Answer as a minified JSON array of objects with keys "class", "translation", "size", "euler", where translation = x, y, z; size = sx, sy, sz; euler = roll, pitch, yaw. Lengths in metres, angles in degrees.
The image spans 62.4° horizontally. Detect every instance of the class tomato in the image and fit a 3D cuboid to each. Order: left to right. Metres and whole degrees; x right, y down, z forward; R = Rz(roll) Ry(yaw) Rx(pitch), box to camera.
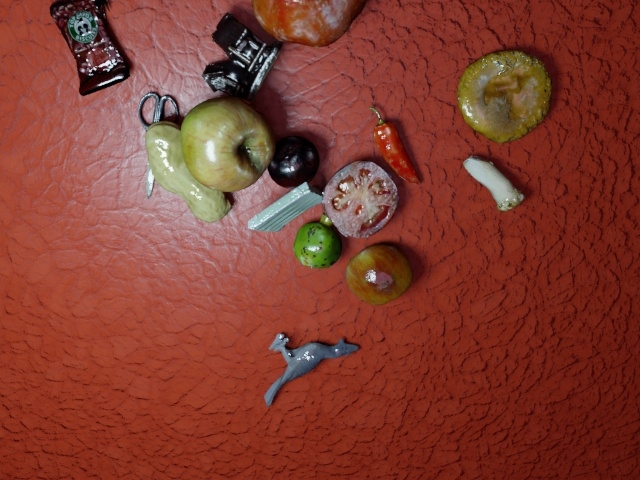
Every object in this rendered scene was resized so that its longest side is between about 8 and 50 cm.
[{"class":"tomato","translation":[0.106,-0.121,1.511],"size":[0.225,0.085,0.225],"euler":[-2,103,-10]}]

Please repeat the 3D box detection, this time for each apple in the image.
[{"class":"apple","translation":[-0.237,-0.244,1.338],"size":[0.194,0.261,0.260],"euler":[22,113,37]},{"class":"apple","translation":[0.175,0.099,1.573],"size":[0.195,0.160,0.173],"euler":[-37,85,3]}]

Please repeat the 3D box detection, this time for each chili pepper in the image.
[{"class":"chili pepper","translation":[0.206,-0.259,1.492],"size":[0.071,0.063,0.272],"euler":[-26,111,19]}]

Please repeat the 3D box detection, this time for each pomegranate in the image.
[{"class":"pomegranate","translation":[-0.001,0.006,1.537],"size":[0.143,0.122,0.169],"euler":[27,107,-9]}]

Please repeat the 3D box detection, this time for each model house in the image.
[{"class":"model house","translation":[-0.218,-0.462,1.362],"size":[0.164,0.141,0.203],"euler":[26,109,-21]}]

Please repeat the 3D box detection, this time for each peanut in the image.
[{"class":"peanut","translation":[-0.371,-0.180,1.450],"size":[0.147,0.147,0.319],"euler":[-29,117,7]}]

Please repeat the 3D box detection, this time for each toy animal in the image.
[{"class":"toy animal","translation":[-0.079,0.381,1.678],"size":[0.367,0.081,0.206],"euler":[-33,118,8]}]

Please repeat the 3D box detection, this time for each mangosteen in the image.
[{"class":"mangosteen","translation":[-0.070,-0.211,1.460],"size":[0.152,0.152,0.152],"euler":[-1,109,-2]}]

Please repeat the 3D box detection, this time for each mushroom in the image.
[{"class":"mushroom","translation":[0.498,-0.170,1.532],"size":[0.209,0.071,0.084],"euler":[43,134,-12]}]

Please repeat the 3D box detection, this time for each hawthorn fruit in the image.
[{"class":"hawthorn fruit","translation":[-0.026,-0.607,1.267],"size":[0.284,0.284,0.284],"euler":[-1,109,-2]}]

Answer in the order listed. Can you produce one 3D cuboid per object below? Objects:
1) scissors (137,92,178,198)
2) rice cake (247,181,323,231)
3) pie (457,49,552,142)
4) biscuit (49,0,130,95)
[{"class":"scissors","translation":[-0.465,-0.258,1.480],"size":[0.109,0.022,0.300],"euler":[10,110,-7]},{"class":"rice cake","translation":[-0.089,-0.087,1.485],"size":[0.198,0.189,0.037],"euler":[-35,78,14]},{"class":"pie","translation":[0.509,-0.397,1.454],"size":[0.273,0.069,0.273],"euler":[-2,106,-5]},{"class":"biscuit","translation":[-0.592,-0.510,1.366],"size":[0.151,0.063,0.235],"euler":[-16,106,2]}]
